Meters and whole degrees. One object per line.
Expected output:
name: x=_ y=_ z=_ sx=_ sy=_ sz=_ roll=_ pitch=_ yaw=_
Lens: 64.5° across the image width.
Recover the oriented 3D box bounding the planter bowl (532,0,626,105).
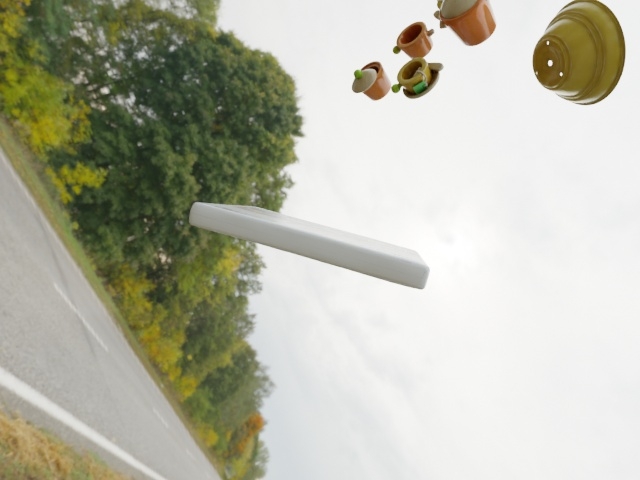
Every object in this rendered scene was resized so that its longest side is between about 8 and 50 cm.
planter bowl: x=0.510 y=-0.379 z=1.057 sx=0.217 sy=0.090 sz=0.217 roll=162 pitch=-90 yaw=-78

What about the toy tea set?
toy tea set: x=0.201 y=-0.417 z=1.047 sx=0.124 sy=0.336 sz=0.200 roll=37 pitch=16 yaw=-39

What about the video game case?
video game case: x=0.000 y=0.000 z=0.494 sx=0.183 sy=0.201 sz=0.023 roll=-20 pitch=125 yaw=-82
